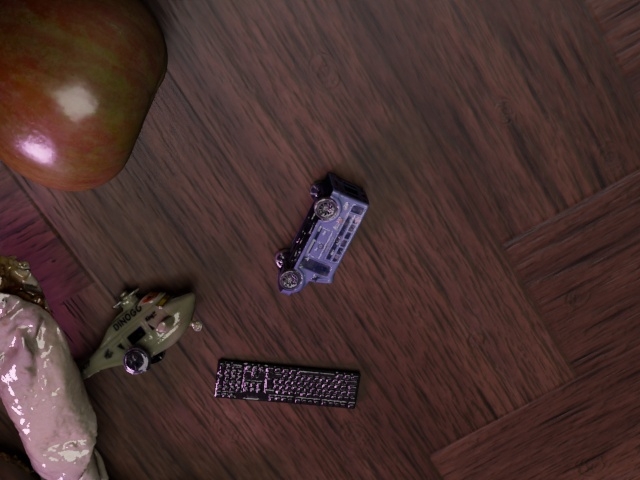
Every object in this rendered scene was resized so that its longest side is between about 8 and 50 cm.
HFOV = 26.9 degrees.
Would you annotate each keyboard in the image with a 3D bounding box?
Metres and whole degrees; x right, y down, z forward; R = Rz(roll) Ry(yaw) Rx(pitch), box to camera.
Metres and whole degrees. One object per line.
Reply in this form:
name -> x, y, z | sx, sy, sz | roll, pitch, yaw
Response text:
keyboard -> -0.047, 0.206, 1.914 | 0.204, 0.013, 0.061 | 6, 113, -7

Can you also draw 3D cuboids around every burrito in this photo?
burrito -> -0.372, 0.185, 1.770 | 0.117, 0.076, 0.392 | -10, 120, 5

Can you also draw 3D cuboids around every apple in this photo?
apple -> -0.308, -0.196, 1.582 | 0.234, 0.257, 0.256 | 26, 110, -12

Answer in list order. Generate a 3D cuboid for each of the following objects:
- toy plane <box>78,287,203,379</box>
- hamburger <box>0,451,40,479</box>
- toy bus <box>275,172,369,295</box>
toy plane -> -0.286, 0.151, 1.837 | 0.286, 0.092, 0.108 | -38, 90, 12
hamburger -> -0.517, 0.425, 1.886 | 0.294, 0.179, 0.276 | -41, 108, -7
toy bus -> 0.000, 0.000, 1.790 | 0.076, 0.073, 0.167 | 21, 111, -15
